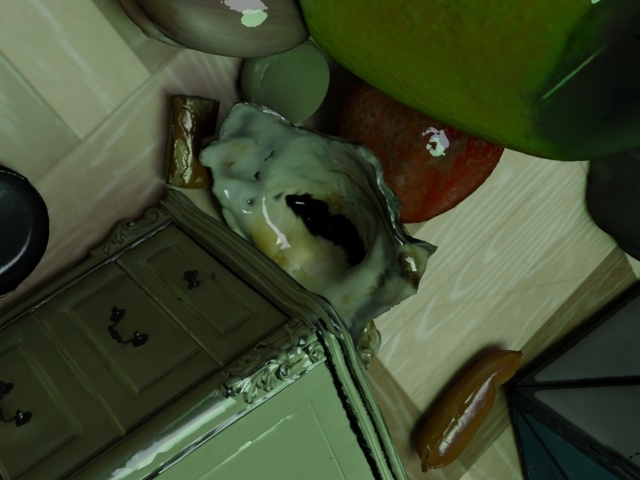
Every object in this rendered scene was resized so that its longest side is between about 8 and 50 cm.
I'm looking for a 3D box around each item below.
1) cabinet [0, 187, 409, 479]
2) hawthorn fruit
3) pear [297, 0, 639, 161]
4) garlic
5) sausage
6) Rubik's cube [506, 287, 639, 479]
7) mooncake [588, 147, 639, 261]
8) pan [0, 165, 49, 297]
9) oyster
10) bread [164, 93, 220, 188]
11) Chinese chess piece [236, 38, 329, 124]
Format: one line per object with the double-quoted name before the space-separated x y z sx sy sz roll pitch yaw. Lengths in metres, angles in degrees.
"cabinet" -0.150 0.163 0.791 0.318 0.290 0.227 -33 125 -17
"hawthorn fruit" 0.082 -0.075 0.949 0.162 0.162 0.203 1 127 -34
"pear" 0.194 -0.189 0.691 0.399 0.165 0.399 -19 149 -12
"garlic" -0.065 -0.245 0.758 0.191 0.160 0.214 -3 114 -39
"sausage" 0.170 0.193 1.162 0.183 0.054 0.062 -53 160 -6
"Rubik's cube" 0.442 0.273 1.226 0.310 0.305 0.307 -33 126 -21
"mooncake" 0.474 -0.089 1.186 0.306 0.154 0.306 -14 115 -31
"pan" -0.310 0.021 0.780 0.212 0.040 0.115 -39 127 -23
"oyster" 0.006 -0.008 0.890 0.275 0.271 0.100 48 67 -8
"bread" -0.113 -0.086 0.870 0.047 0.036 0.083 -10 115 -47
"Chinese chess piece" -0.032 -0.145 0.897 0.084 0.034 0.084 -18 125 -28
